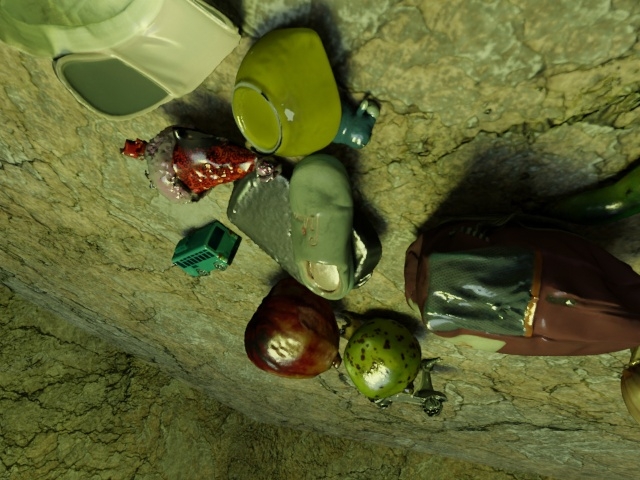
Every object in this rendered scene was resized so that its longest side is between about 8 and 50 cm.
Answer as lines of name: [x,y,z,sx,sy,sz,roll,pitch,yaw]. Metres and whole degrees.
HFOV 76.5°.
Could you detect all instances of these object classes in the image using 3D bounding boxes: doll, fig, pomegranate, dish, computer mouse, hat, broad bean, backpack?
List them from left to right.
hat: [-0.218,-0.259,0.436,0.275,0.161,0.231,15,154,-43]
hat: [-0.156,-0.117,0.594,0.227,0.129,0.140,7,156,31]
dish: [-0.057,-0.161,0.505,0.149,0.080,0.208,44,151,7]
fig: [-0.063,0.217,0.955,0.223,0.224,0.263,-1,131,27]
computer mouse: [-0.023,-0.026,0.721,0.295,0.087,0.168,38,127,-8]
doll: [0.033,-0.158,0.539,0.083,0.051,0.076,21,143,0]
pomegranate: [0.132,0.284,1.013,0.245,0.198,0.198,3,146,44]
backpack: [0.286,0.059,0.574,0.316,0.197,0.283,3,-176,7]
broad bean: [0.359,-0.095,0.468,0.144,0.049,0.292,22,148,3]

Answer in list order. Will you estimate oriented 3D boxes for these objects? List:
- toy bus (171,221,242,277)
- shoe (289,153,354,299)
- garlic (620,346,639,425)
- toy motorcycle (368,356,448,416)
toy bus: [-0.262,0.023,0.916,0.160,0.079,0.091,-18,133,42]
shoe: [0.000,0.000,0.615,0.103,0.100,0.251,2,122,18]
garlic: [0.598,0.208,0.650,0.191,0.214,0.160,22,139,13]
toy motorcycle: [0.239,0.412,1.171,0.262,0.157,0.091,-4,144,33]
